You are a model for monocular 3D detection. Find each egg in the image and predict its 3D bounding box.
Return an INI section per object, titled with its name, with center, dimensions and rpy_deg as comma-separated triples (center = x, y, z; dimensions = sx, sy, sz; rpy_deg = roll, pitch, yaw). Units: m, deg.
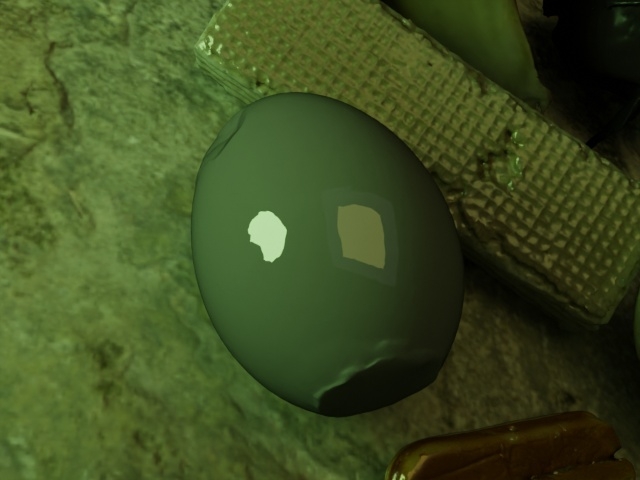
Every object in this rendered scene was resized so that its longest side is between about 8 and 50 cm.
[egg]
center = 0.000, 0.000, 0.517
dimensions = 0.176, 0.176, 0.231
rpy_deg = -6, 63, -31

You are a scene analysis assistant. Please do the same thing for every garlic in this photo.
[garlic]
center = 0.141, -0.235, 0.746
dimensions = 0.151, 0.196, 0.338
rpy_deg = -18, 111, -9

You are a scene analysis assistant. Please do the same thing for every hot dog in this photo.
[hot dog]
center = 0.133, 0.177, 0.544
dimensions = 0.236, 0.062, 0.092
rpy_deg = 2, 59, -30

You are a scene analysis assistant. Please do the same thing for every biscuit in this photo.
[biscuit]
center = 0.098, -0.085, 0.663
dimensions = 0.426, 0.078, 0.144
rpy_deg = 33, 80, -3

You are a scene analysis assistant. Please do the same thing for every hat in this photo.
[hat]
center = 0.425, -0.209, 0.841
dimensions = 0.238, 0.336, 0.208
rpy_deg = -41, 122, -56

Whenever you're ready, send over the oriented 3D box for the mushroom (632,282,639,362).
[mushroom]
center = 0.411, 0.029, 0.671
dimensions = 0.315, 0.314, 0.336
rpy_deg = 22, 26, -13
